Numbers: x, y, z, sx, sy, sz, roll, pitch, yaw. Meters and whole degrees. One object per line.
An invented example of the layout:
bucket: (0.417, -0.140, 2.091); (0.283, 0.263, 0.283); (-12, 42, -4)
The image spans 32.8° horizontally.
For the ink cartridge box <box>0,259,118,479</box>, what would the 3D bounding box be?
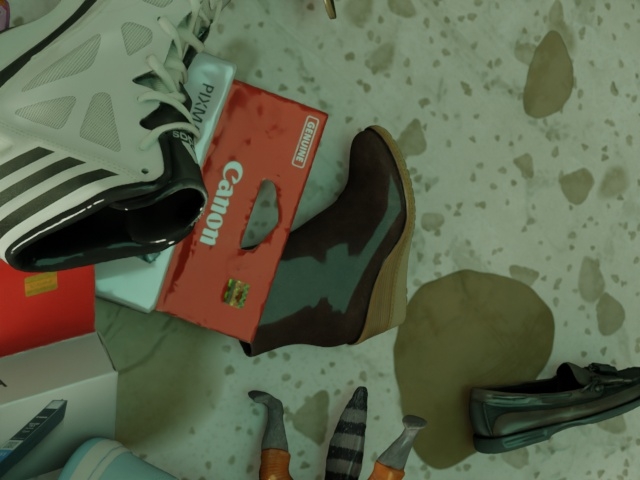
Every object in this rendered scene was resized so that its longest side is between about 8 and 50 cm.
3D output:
ink cartridge box: (-0.333, 0.141, 0.986); (0.296, 0.066, 0.261); (-15, 141, -25)

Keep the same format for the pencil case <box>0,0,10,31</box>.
pencil case: (-0.431, -0.202, 0.986); (0.284, 0.124, 0.124); (11, 87, -25)

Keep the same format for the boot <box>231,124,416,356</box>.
boot: (0.000, 0.000, 1.213); (0.206, 0.090, 0.249); (-6, 96, -27)

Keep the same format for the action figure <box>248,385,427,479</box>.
action figure: (0.057, 0.343, 1.197); (0.341, 0.178, 0.330); (5, 97, 9)

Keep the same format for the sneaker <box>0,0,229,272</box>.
sneaker: (-0.135, -0.139, 0.972); (0.447, 0.169, 0.257); (-44, 65, -11)

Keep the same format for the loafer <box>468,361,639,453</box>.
loafer: (0.307, 0.192, 1.370); (0.267, 0.096, 0.084); (-15, 92, -23)

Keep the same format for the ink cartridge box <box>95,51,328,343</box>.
ink cartridge box: (-0.138, -0.054, 1.133); (0.238, 0.060, 0.275); (19, 83, -9)

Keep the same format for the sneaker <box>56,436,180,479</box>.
sneaker: (-0.187, 0.361, 1.007); (0.208, 0.127, 0.319); (17, 75, 14)

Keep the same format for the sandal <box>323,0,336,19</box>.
sandal: (-0.048, -0.351, 1.204); (0.079, 0.088, 0.240); (-14, 91, 7)
